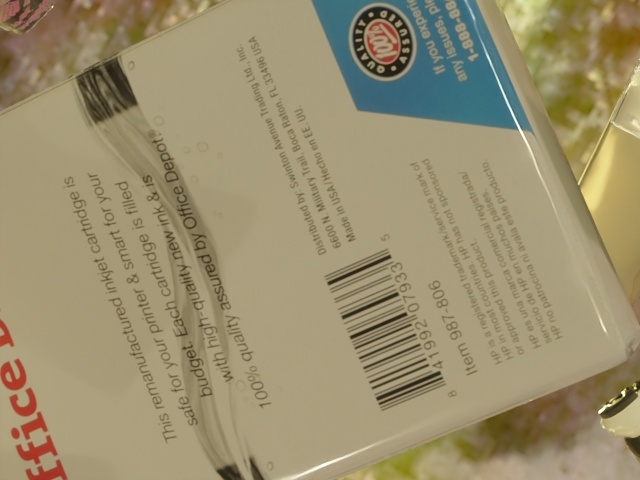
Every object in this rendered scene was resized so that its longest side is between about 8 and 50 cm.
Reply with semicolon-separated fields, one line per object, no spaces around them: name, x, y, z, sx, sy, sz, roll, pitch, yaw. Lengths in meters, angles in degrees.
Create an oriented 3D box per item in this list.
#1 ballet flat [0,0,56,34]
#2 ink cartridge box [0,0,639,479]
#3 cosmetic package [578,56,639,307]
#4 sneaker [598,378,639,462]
ballet flat;-0.162;-0.233;1.135;0.221;0.077;0.079;-52;148;-17
ink cartridge box;-0.039;0.013;1.019;0.395;0.285;0.166;-24;174;14
cosmetic package;0.322;-0.042;1.696;0.160;0.113;0.309;-58;171;-40
sneaker;0.327;0.135;1.299;0.271;0.108;0.100;-18;162;-46
